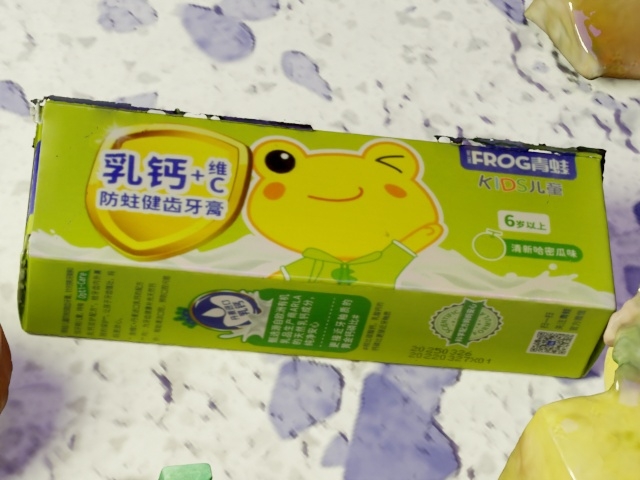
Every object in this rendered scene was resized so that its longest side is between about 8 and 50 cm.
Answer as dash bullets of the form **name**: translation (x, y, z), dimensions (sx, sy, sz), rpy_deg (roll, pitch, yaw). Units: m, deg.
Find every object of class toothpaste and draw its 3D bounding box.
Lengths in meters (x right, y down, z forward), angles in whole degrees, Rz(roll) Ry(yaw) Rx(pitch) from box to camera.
- **toothpaste**: translation (0.000, 0.000, 1.025), dimensions (0.327, 0.077, 0.110), rpy_deg (5, 55, -8)

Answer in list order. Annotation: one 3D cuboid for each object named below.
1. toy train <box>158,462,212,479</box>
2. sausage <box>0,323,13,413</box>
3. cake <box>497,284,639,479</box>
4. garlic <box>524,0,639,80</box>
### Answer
- **toy train**: translation (-0.125, 0.162, 0.884), dimensions (0.178, 0.071, 0.105), rpy_deg (-3, 47, -15)
- **sausage**: translation (-0.279, 0.056, 0.896), dimensions (0.258, 0.133, 0.133), rpy_deg (9, 53, -5)
- **cake**: translation (0.184, 0.166, 0.846), dimensions (0.222, 0.227, 0.286), rpy_deg (-10, 59, -23)
- **garlic**: translation (0.286, -0.176, 1.210), dimensions (0.318, 0.112, 0.143), rpy_deg (-15, 60, -8)
